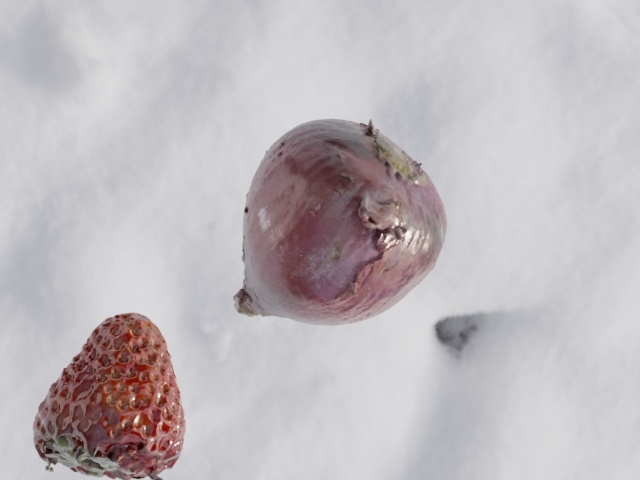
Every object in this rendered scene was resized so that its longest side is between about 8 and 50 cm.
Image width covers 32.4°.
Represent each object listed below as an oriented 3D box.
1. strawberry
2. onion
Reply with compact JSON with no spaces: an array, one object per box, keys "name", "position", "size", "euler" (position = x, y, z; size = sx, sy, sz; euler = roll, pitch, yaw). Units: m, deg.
[{"name":"strawberry","position":[-0.096,0.077,0.531],"size":[0.073,0.073,0.083],"euler":[29,60,-23]},{"name":"onion","position":[0.000,0.000,0.856],"size":[0.159,0.159,0.195],"euler":[31,119,-23]}]
